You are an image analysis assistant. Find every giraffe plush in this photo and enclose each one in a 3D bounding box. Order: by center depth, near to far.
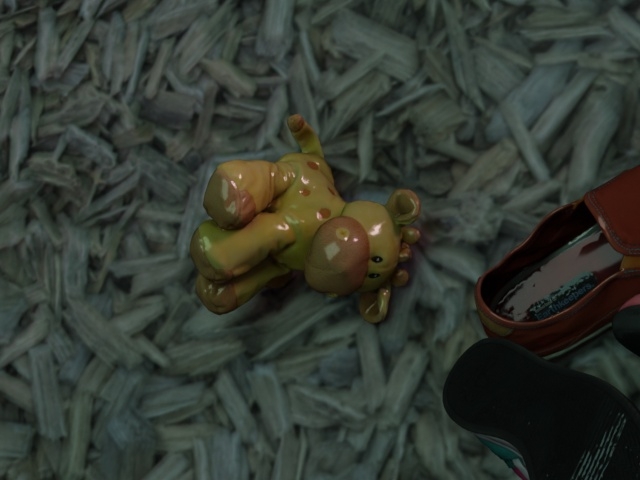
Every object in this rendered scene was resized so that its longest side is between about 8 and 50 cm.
[{"bbox_3d":[0.000,0.000,1.438,0.170,0.181,0.210,29,53,24],"label":"giraffe plush"}]

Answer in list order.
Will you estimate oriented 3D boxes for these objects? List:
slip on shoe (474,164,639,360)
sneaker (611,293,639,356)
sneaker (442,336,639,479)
[{"bbox_3d":[0.275,-0.009,1.299,0.331,0.101,0.123,-35,57,13],"label":"slip on shoe"},{"bbox_3d":[0.395,0.025,1.229,0.314,0.116,0.136,-13,56,18],"label":"sneaker"},{"bbox_3d":[0.231,0.189,1.202,0.124,0.178,0.295,-55,27,2],"label":"sneaker"}]
